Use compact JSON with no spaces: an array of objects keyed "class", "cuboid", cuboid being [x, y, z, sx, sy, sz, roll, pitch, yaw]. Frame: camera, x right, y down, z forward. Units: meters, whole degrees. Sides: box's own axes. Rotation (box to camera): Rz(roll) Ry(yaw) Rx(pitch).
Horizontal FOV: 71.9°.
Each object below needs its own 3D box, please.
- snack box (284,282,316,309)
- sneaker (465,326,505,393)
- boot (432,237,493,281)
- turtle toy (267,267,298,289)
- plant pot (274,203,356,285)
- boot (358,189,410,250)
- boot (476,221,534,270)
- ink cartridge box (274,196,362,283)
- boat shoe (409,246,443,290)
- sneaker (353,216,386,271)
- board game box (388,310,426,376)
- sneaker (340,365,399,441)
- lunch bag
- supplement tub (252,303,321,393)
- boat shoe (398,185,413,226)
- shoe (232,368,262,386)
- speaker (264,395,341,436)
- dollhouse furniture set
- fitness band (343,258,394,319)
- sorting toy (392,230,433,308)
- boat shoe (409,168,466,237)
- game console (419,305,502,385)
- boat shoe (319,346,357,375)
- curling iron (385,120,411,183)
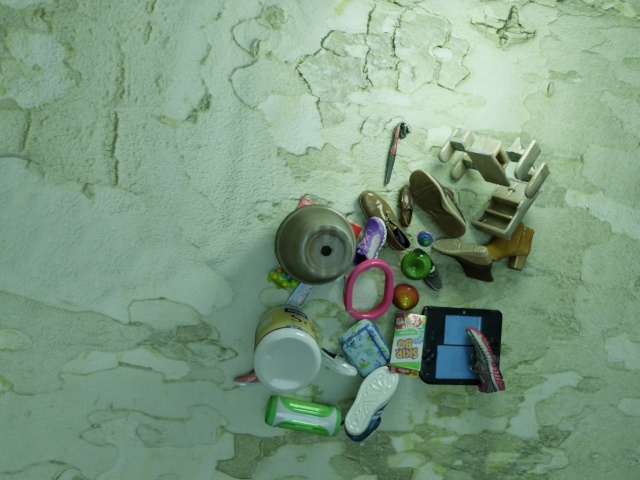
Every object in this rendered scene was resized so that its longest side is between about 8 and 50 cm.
[{"class":"snack box","cuboid":[-0.089,0.235,1.835,0.064,0.022,0.178,36,87,-11]},{"class":"sneaker","cuboid":[0.690,0.517,1.898,0.112,0.121,0.298,-22,86,20]},{"class":"boot","cuboid":[0.614,0.092,1.904,0.090,0.249,0.206,-54,137,-29]},{"class":"turtle toy","cuboid":[-0.152,0.158,1.791,0.130,0.095,0.066,38,65,-11]},{"class":"plant pot","cuboid":[-0.003,0.027,1.641,0.324,0.280,0.322,-1,95,-9]},{"class":"boot","cuboid":[0.276,-0.086,1.835,0.112,0.115,0.305,-38,98,-4]},{"class":"boot","cuboid":[0.797,-0.002,1.950,0.296,0.104,0.211,17,84,-13]},{"class":"ink cartridge box","cuboid":[0.000,0.000,1.814,0.297,0.066,0.260,27,90,-11]},{"class":"boat shoe","cuboid":[0.463,0.128,1.901,0.080,0.073,0.223,-33,97,-4]},{"class":"sneaker","cuboid":[0.192,0.019,1.800,0.105,0.095,0.236,-3,112,-46]},{"class":"board game box","cuboid":[0.365,0.431,1.850,0.124,0.039,0.259,10,65,7]},{"class":"sneaker","cuboid":[0.216,0.694,1.858,0.130,0.236,0.322,30,67,25]},{"class":"lunch bag","cuboid":[0.191,0.452,1.852,0.176,0.090,0.218,-33,110,-8]},{"class":"supplement tub","cuboid":[-0.130,0.392,1.668,0.242,0.331,0.240,-1,102,-6]},{"class":"boat shoe","cuboid":[0.369,-0.143,1.873,0.064,0.060,0.177,0,94,-10]},{"class":"shoe","cuboid":[-0.269,0.546,1.805,0.178,0.063,0.081,3,92,-16]},{"class":"speaker","cuboid":[-0.072,0.723,1.816,0.297,0.131,0.131,15,91,-11]},{"class":"dollhouse furniture set","cuboid":[0.694,-0.218,1.790,0.394,0.362,0.256,38,84,-40]},{"class":"fitness band","cuboid":[0.200,0.207,1.817,0.209,0.054,0.290,-6,118,-13]},{"class":"sorting toy","cuboid":[0.385,0.142,1.818,0.127,0.126,0.364,18,105,8]},{"class":"boat shoe","cuboid":[0.509,-0.172,1.881,0.342,0.123,0.123,49,41,-5]},{"class":"game console","cuboid":[0.620,0.469,1.960,0.388,0.060,0.341,5,93,-11]},{"class":"boat shoe","cuboid":[0.070,0.498,1.827,0.184,0.066,0.063,22,107,28]},{"class":"curling iron","cuboid":[0.320,-0.371,1.862,0.068,0.035,0.273,17,90,-11]}]
